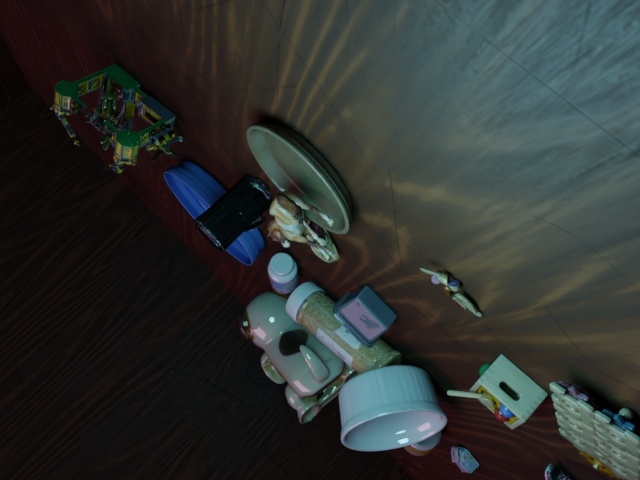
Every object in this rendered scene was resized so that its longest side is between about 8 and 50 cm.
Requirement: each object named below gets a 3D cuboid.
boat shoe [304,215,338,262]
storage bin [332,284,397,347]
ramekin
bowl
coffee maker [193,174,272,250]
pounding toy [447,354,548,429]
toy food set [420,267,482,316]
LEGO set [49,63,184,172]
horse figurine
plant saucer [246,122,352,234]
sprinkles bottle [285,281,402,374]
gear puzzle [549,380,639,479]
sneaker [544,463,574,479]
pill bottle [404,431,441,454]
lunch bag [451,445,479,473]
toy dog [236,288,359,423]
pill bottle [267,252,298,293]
[{"bbox_3d":[0.000,0.000,1.642,0.135,0.050,0.045,52,170,-25],"label":"boat shoe"},{"bbox_3d":[0.115,0.171,1.737,0.135,0.098,0.091,47,138,-2],"label":"storage bin"},{"bbox_3d":[0.178,0.433,1.895,0.277,0.277,0.135,67,-170,-55],"label":"ramekin"},{"bbox_3d":[-0.322,-0.088,2.260,0.391,0.077,0.391,42,166,13],"label":"bowl"},{"bbox_3d":[-0.218,-0.072,1.798,0.120,0.178,0.171,42,165,12],"label":"coffee maker"},{"bbox_3d":[0.335,0.293,1.403,0.141,0.100,0.130,41,165,16],"label":"pounding toy"},{"bbox_3d":[0.231,0.084,1.291,0.122,0.019,0.078,44,168,-27],"label":"toy food set"},{"bbox_3d":[-0.546,-0.295,1.950,0.331,0.255,0.192,33,137,6],"label":"LEGO set"},{"bbox_3d":[-0.047,-0.035,1.494,0.174,0.066,0.263,34,165,18],"label":"horse figurine"},{"bbox_3d":[-0.035,-0.124,1.420,0.278,0.041,0.278,43,166,14],"label":"plant saucer"},{"bbox_3d":[0.061,0.258,2.040,0.355,0.121,0.121,37,164,30],"label":"sprinkles bottle"},{"bbox_3d":[0.484,0.339,1.243,0.175,0.044,0.339,33,164,36],"label":"gear puzzle"},{"bbox_3d":[0.543,0.533,1.607,0.119,0.047,0.057,43,161,-19],"label":"sneaker"},{"bbox_3d":[0.316,0.617,2.318,0.117,0.117,0.215,41,165,17],"label":"pill bottle"},{"bbox_3d":[0.439,0.675,2.267,0.083,0.053,0.071,54,165,5],"label":"lunch bag"},{"bbox_3d":[-0.102,0.355,2.424,0.408,0.284,0.395,49,-179,24],"label":"toy dog"},{"bbox_3d":[-0.109,0.093,2.131,0.087,0.087,0.160,42,165,15],"label":"pill bottle"}]
